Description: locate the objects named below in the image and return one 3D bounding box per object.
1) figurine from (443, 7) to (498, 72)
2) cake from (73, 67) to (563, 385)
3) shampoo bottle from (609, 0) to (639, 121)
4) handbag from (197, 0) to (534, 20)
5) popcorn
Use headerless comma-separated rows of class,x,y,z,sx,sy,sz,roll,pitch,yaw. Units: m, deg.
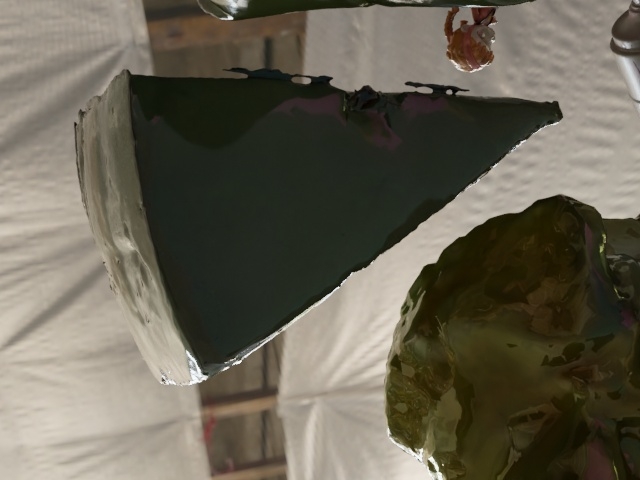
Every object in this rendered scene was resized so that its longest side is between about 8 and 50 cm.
figurine,0.139,-0.201,1.044,0.047,0.109,0.064,2,-20,38
cake,0.005,-0.002,0.714,0.284,0.172,0.158,-1,-3,-22
shampoo bottle,0.298,-0.085,0.896,0.092,0.092,0.303,-24,-64,15
handbag,0.019,-0.246,0.459,0.222,0.263,0.241,7,-39,26
popcorn,0.176,0.104,0.681,0.276,0.276,0.225,-30,-23,23
